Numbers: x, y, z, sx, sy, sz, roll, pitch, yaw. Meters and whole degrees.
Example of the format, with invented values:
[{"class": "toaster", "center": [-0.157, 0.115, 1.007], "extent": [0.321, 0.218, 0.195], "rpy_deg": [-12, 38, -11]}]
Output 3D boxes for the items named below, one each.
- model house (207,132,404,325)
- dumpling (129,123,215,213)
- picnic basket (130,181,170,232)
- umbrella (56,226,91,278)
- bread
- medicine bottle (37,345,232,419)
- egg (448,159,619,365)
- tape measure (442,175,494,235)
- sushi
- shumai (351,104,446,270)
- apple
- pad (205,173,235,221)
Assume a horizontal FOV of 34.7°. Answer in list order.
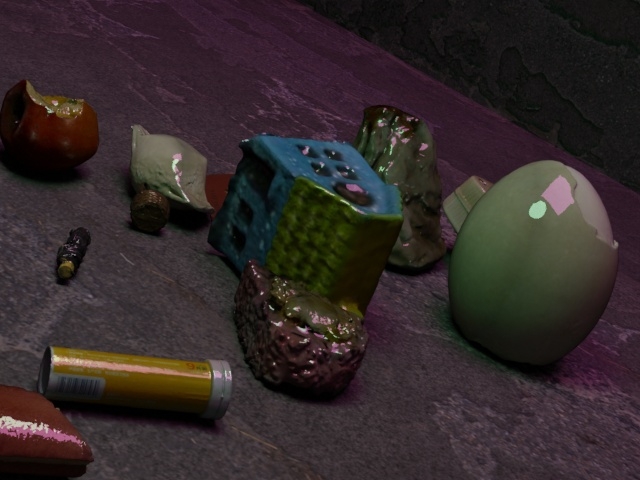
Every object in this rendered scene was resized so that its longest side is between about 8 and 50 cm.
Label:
[{"class": "model house", "center": [0.000, 0.000, 1.602], "extent": [0.215, 0.237, 0.303], "rpy_deg": [3, 30, -37]}, {"class": "dumpling", "center": [-0.252, -0.109, 1.804], "extent": [0.216, 0.126, 0.166], "rpy_deg": [19, -11, 34]}, {"class": "picnic basket", "center": [-0.281, -0.057, 1.689], "extent": [0.072, 0.072, 0.083], "rpy_deg": [15, 31, -17]}, {"class": "umbrella", "center": [-0.358, 0.017, 1.478], "extent": [0.040, 0.037, 0.144], "rpy_deg": [31, 15, -15]}, {"class": "bread", "center": [-0.336, 0.187, 1.044], "extent": [0.192, 0.067, 0.119], "rpy_deg": [11, 23, -27]}, {"class": "medicine bottle", "center": [-0.217, 0.166, 1.209], "extent": [0.218, 0.074, 0.074], "rpy_deg": [10, 24, -25]}, {"class": "egg", "center": [0.370, 0.031, 1.755], "extent": [0.278, 0.336, 0.278], "rpy_deg": [19, 15, -5]}, {"class": "tape measure", "center": [0.392, -0.006, 2.081], "extent": [0.271, 0.133, 0.231], "rpy_deg": [23, 30, -53]}, {"class": "sushi", "center": [-0.025, 0.122, 1.460], "extent": [0.161, 0.107, 0.241], "rpy_deg": [16, 21, -25]}, {"class": "shumai", "center": [0.132, -0.121, 1.981], "extent": [0.309, 0.263, 0.304], "rpy_deg": [6, 24, -36]}, {"class": "apple", "center": [-0.455, -0.185, 1.737], "extent": [0.156, 0.147, 0.158], "rpy_deg": [-3, -12, 44]}, {"class": "pad", "center": [-0.122, -0.074, 1.905], "extent": [0.181, 0.004, 0.267], "rpy_deg": [-3, 27, -12]}]
